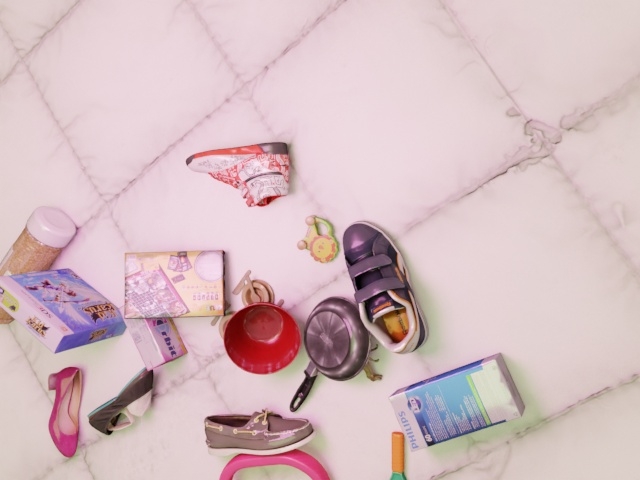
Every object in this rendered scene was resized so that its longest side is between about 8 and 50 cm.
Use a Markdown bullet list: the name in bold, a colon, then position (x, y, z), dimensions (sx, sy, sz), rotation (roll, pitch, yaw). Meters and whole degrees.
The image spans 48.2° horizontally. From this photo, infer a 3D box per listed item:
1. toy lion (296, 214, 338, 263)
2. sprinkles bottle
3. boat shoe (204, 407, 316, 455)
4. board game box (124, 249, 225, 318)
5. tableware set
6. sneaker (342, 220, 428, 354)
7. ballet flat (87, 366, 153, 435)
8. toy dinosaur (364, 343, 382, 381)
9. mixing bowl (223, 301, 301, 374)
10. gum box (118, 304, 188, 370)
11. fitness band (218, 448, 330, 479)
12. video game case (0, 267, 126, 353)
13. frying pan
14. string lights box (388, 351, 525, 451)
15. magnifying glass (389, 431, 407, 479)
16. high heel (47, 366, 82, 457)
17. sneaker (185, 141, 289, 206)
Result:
- **toy lion**: position (0.000, 0.000, 1.683), dimensions (0.096, 0.034, 0.100), rotation (21, 102, 12)
- **sprinkles bottle**: position (-0.815, 0.071, 1.972), dimensions (0.121, 0.121, 0.355), rotation (45, 109, 13)
- **boat shoe**: position (-0.155, 0.461, 1.742), dimensions (0.305, 0.109, 0.091), rotation (-12, 95, 27)
- **board game box**: position (-0.358, 0.109, 1.766), dimensions (0.244, 0.042, 0.165), rotation (-1, 82, 0)
- **tableware set**: position (-0.191, 0.180, 1.769), dimensions (0.128, 0.039, 0.194), rotation (40, 108, 14)
- **sneaker**: position (0.135, 0.101, 1.585), dimensions (0.126, 0.127, 0.321), rotation (-32, 81, 23)
- **ballet flat**: position (-0.509, 0.434, 1.901), dimensions (0.280, 0.095, 0.096), rotation (-40, 89, 31)
- **toy dinosaur**: position (0.072, 0.258, 1.661), dimensions (0.183, 0.053, 0.092), rotation (35, 108, 16)
- **mixing bowl**: position (-0.136, 0.216, 1.703), dimensions (0.182, 0.098, 0.181), rotation (-1, 107, -2)
- **gum box**: position (-0.430, 0.227, 1.834), dimensions (0.062, 0.107, 0.188), rotation (-29, 84, 22)
- **fitness band**: position (-0.113, 0.608, 1.742), dimensions (0.291, 0.054, 0.208), rotation (-13, 103, 22)
- **video game case**: position (-0.662, 0.171, 1.836), dimensions (0.244, 0.269, 0.061), rotation (36, 105, 15)
- **frying pan**: position (-0.011, 0.259, 1.684), dimensions (0.326, 0.053, 0.197), rotation (-36, 66, 33)
- **string lights box**: position (0.295, 0.355, 1.565), dimensions (0.260, 0.077, 0.133), rotation (-25, 85, 22)
- **magnifying glass**: position (0.179, 0.558, 1.659), dimensions (0.092, 0.026, 0.230), rotation (1, 94, 22)
- **high heel**: position (-0.687, 0.473, 1.977), dimensions (0.117, 0.082, 0.244), rotation (-17, 75, 32)
- **sneaker**: position (-0.200, -0.148, 1.717), dimensions (0.270, 0.090, 0.144), rotation (-6, 90, 20)
